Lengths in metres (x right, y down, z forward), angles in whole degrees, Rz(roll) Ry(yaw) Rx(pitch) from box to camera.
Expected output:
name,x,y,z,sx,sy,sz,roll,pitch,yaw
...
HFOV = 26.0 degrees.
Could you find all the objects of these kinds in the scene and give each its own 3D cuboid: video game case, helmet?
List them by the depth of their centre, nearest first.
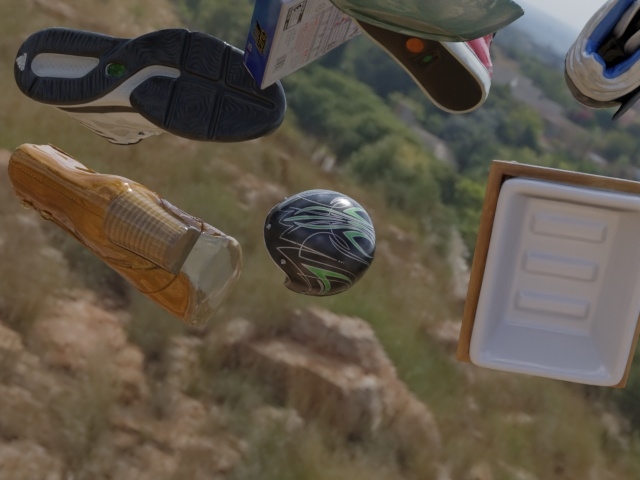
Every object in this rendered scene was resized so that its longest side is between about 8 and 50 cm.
name,x,y,z,sx,sy,sz,roll,pitch,yaw
video game case,0.016,-0.345,1.953,0.061,0.244,0.269,57,-17,11
helmet,0.000,0.000,2.122,0.169,0.169,0.161,33,-20,19

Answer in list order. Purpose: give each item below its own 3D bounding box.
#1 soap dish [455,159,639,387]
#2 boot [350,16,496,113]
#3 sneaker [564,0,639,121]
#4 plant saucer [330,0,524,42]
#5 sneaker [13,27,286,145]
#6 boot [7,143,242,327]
name,x,y,z,sx,sy,sz,roll,pitch,yaw
soap dish,0.310,0.038,1.795,0.229,0.291,0.118,9,25,2
boot,0.106,-0.273,1.456,0.244,0.088,0.176,48,40,-30
sneaker,0.458,-0.291,1.797,0.130,0.323,0.236,53,4,7
plant saucer,0.073,-0.198,1.163,0.195,0.037,0.195,14,3,-1
sneaker,-0.252,-0.240,2.279,0.447,0.169,0.257,12,-6,12
boot,-0.205,-0.014,1.471,0.211,0.104,0.295,30,-10,15
